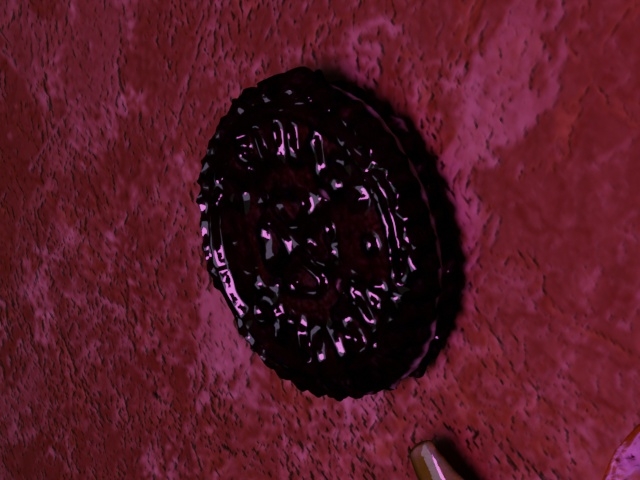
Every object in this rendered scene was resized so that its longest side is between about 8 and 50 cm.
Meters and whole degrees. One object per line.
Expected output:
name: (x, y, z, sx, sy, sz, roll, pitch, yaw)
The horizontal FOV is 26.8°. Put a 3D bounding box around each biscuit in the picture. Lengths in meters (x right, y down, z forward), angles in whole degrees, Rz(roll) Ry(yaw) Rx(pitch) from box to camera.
biscuit: (0.000, 0.000, 0.750, 0.195, 0.053, 0.194, 20, 118, 43)

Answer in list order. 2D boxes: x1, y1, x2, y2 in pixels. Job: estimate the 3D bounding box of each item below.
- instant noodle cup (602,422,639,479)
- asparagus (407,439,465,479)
instant noodle cup: (0.211, 0.153, 0.455, 0.216, 0.216, 0.172, 12, 121, 47)
asparagus: (0.096, 0.187, 0.720, 0.045, 0.041, 0.178, -29, 76, 26)
